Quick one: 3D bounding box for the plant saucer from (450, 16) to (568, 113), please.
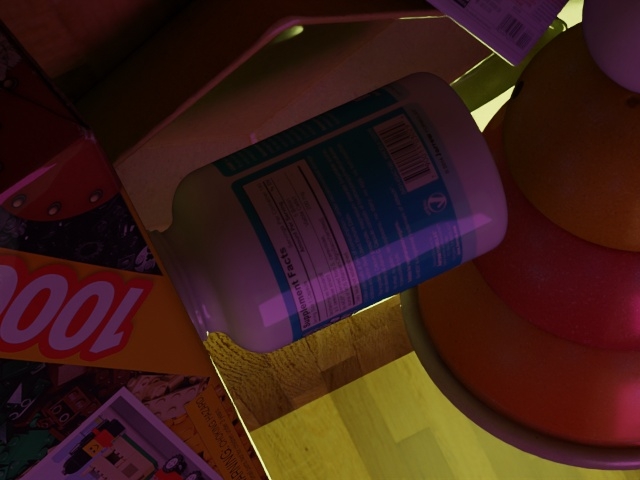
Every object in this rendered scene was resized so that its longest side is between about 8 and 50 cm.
[{"bbox_3d":[0.103,-0.146,1.763,0.241,0.037,0.241,-26,168,-6],"label":"plant saucer"}]

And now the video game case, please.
[{"bbox_3d":[0.153,-0.221,1.380,0.183,0.023,0.201,-52,154,8],"label":"video game case"}]

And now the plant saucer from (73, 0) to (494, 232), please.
[{"bbox_3d":[-0.045,-0.114,1.488,0.333,0.081,0.333,-35,166,36],"label":"plant saucer"}]

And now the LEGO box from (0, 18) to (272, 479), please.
[{"bbox_3d":[-0.263,0.120,1.211,0.372,0.193,0.500,-37,148,-10],"label":"LEGO box"}]

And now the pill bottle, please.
[{"bbox_3d":[-0.007,-0.011,1.461,0.264,0.146,0.146,-24,168,-10],"label":"pill bottle"}]

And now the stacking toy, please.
[{"bbox_3d":[0.251,-0.071,1.593,0.351,0.350,0.480,-23,147,-19],"label":"stacking toy"}]
